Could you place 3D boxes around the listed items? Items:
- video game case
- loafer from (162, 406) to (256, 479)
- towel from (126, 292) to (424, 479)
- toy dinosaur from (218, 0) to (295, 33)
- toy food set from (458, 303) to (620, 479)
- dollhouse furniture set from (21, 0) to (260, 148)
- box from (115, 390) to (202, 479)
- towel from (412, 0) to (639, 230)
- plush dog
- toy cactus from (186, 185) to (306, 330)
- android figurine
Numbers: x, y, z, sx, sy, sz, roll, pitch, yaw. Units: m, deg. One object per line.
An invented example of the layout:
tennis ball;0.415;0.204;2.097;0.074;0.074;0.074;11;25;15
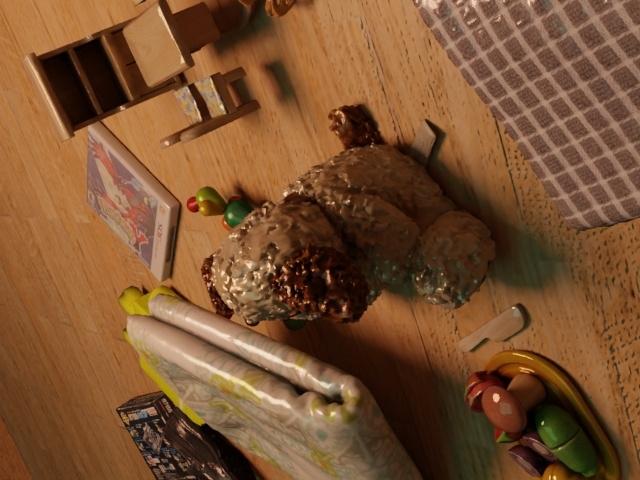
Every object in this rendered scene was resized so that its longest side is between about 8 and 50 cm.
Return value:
video game case;-0.293;-0.057;1.381;0.201;0.023;0.183;44;144;20
loafer;-0.189;0.374;1.529;0.223;0.076;0.078;40;103;30
towel;-0.045;0.224;1.122;0.374;0.090;0.321;18;153;38
toy dinosaur;-0.070;-0.266;0.915;0.212;0.064;0.112;95;160;-50
toy food set;0.201;0.185;0.899;0.218;0.071;0.128;57;146;2
dollhouse furniture set;-0.219;-0.202;1.011;0.242;0.161;0.212;0;116;63
box;-0.292;0.372;1.695;0.220;0.051;0.175;-25;96;56
towel;0.200;-0.144;0.576;0.284;0.121;0.235;56;147;-6
plush dog;0.000;0.000;0.868;0.262;0.225;0.211;-9;109;54
toy cactus;-0.078;0.009;1.105;0.180;0.112;0.219;-40;75;46
android figurine;-0.232;0.192;1.471;0.272;0.056;0.248;35;140;31
